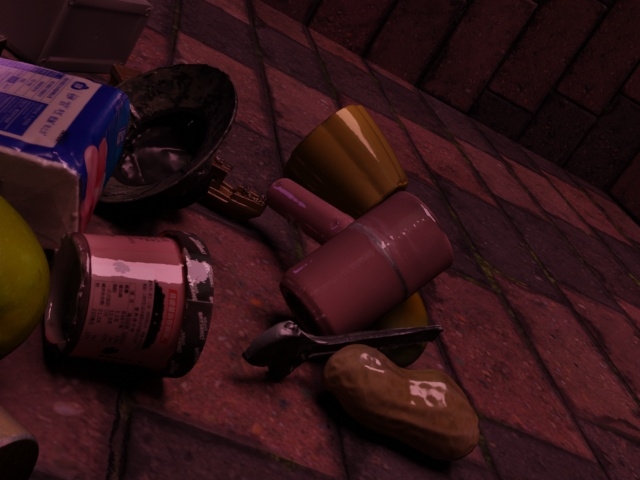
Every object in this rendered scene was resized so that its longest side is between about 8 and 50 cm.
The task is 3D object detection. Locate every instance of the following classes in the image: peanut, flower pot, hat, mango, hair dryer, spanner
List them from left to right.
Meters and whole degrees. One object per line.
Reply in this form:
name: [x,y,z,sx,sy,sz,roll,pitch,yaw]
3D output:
mango: [-0.371,-0.012,0.737,0.343,0.156,0.192,35,6,24]
hat: [-0.220,-0.119,1.209,0.265,0.265,0.128,52,-11,42]
hair dryer: [0.000,0.000,1.218,0.352,0.210,0.125,35,-25,50]
spanner: [0.036,0.125,1.052,0.325,0.093,0.026,-2,45,-41]
flower pot: [0.060,-0.128,1.598,0.179,0.195,0.195,50,24,9]
mango: [0.093,0.105,1.225,0.130,0.092,0.195,27,27,-20]
peanut: [0.100,0.194,1.026,0.214,0.099,0.090,25,19,-13]

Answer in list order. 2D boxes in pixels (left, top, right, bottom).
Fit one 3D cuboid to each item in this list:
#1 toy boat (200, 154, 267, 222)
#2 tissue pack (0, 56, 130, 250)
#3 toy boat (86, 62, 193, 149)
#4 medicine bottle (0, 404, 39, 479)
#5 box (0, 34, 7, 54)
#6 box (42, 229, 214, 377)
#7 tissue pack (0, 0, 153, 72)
toy boat: [-0.176,-0.100,1.332,0.206,0.072,0.064,32,19,-4]
tissue pack: [-0.351,-0.106,0.995,0.209,0.137,0.270,15,27,-9]
toy boat: [-0.299,-0.208,1.336,0.321,0.121,0.089,11,35,-44]
medicine bottle: [-0.353,0.085,0.547,0.322,0.151,0.151,37,21,11]
box: [-0.652,-0.353,1.262,0.325,0.047,0.180,30,21,-5]
box: [-0.196,0.059,0.847,0.135,0.151,0.151,8,30,-33]
tissue pack: [-0.440,-0.398,1.508,0.136,0.159,0.246,39,21,14]
